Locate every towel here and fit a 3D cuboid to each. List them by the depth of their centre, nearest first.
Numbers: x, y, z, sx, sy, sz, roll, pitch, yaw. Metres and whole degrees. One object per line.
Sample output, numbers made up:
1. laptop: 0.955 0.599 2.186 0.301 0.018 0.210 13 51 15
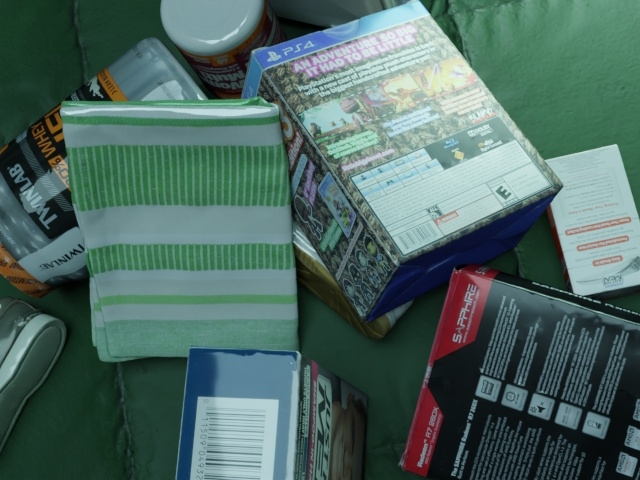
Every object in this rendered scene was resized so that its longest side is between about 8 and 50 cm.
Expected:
1. towel: -0.153 -0.002 1.029 0.247 0.038 0.325 -1 119 1

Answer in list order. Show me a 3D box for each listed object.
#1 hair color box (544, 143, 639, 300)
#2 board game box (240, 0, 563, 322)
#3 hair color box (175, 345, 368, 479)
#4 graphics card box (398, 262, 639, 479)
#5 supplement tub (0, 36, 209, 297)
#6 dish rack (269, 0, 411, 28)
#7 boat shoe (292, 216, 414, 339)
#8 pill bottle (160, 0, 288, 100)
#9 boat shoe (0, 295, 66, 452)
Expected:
1. hair color box: 0.315 -0.017 1.057 0.093 0.053 0.167 -12 71 7
2. board game box: 0.079 -0.096 1.035 0.232 0.141 0.291 -23 68 -25
3. hair color box: -0.033 0.216 0.909 0.105 0.347 0.174 1 75 13
4. graphics card box: 0.291 0.184 0.950 0.371 0.094 0.233 16 98 18
5. supplement tub: -0.266 -0.083 1.124 0.316 0.193 0.193 -39 71 0
6. dish rack: -0.064 -0.333 1.103 0.332 0.285 0.072 17 83 16
7. boat shoe: 0.000 0.000 1.103 0.277 0.098 0.096 41 67 17
8. pill bottle: -0.102 -0.236 1.116 0.121 0.221 0.121 -3 74 11
9. boat shoe: -0.434 0.211 1.126 0.091 0.109 0.305 27 76 18
